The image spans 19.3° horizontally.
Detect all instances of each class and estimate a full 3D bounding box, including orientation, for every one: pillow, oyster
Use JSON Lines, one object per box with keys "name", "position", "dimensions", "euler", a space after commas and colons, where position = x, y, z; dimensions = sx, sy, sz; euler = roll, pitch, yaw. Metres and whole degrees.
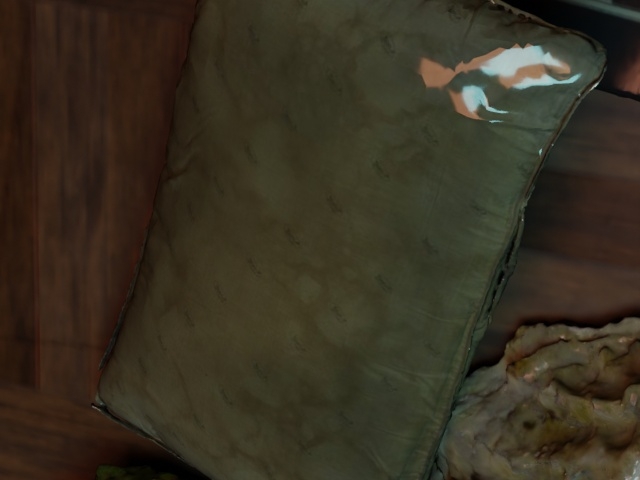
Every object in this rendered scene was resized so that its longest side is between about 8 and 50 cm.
{"name": "pillow", "position": [0.000, 0.000, 0.803], "dimensions": [0.185, 0.075, 0.302], "euler": [32, 125, 22]}
{"name": "oyster", "position": [0.120, 0.101, 0.798], "dimensions": [0.209, 0.072, 0.132], "euler": [-10, 101, 28]}

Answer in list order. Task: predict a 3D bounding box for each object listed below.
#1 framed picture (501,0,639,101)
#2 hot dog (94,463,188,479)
{"name": "framed picture", "position": [0.050, -0.247, 0.739], "dimensions": [0.265, 0.016, 0.347], "euler": [17, 114, 19]}
{"name": "hot dog", "position": [-0.015, 0.198, 0.894], "dimensions": [0.269, 0.072, 0.115], "euler": [22, 123, 15]}
